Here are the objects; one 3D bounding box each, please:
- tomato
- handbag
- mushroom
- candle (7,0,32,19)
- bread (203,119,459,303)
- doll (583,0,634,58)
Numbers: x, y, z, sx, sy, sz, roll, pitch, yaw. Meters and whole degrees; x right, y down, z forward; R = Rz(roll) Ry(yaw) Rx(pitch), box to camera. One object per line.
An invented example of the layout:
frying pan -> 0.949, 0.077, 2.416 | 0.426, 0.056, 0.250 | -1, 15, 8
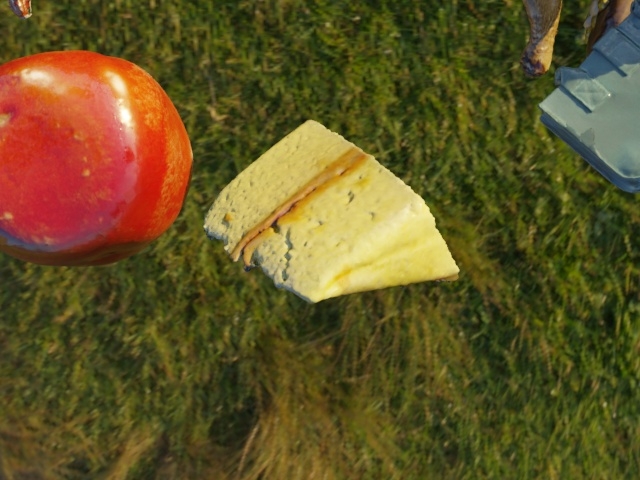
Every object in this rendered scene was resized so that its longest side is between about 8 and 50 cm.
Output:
tomato -> -0.351, -0.110, 1.507 | 0.325, 0.293, 0.289 | -17, 82, 3
handbag -> 0.381, -0.184, 1.223 | 0.229, 0.062, 0.179 | -46, 69, 2
mushroom -> 0.304, -0.325, 1.429 | 0.227, 0.148, 0.217 | -21, 130, -4
candle -> -0.261, -0.257, 0.860 | 0.048, 0.053, 0.162 | 47, 148, 50
bread -> 0.000, 0.000, 1.097 | 0.178, 0.240, 0.135 | -38, 129, -11
doll -> 0.420, -0.311, 1.498 | 0.096, 0.188, 0.145 | 26, 113, 4
